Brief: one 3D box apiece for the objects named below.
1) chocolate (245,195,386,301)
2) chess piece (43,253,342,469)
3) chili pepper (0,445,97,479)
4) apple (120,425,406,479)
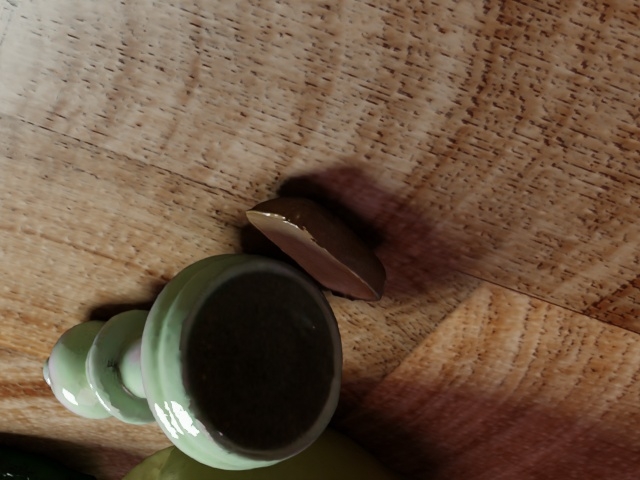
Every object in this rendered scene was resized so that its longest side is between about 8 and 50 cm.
[{"bbox_3d":[0.000,0.000,1.119,0.064,0.031,0.100,6,152,50],"label":"chocolate"},{"bbox_3d":[-0.116,0.086,1.242,0.139,0.139,0.271,33,156,-32],"label":"chess piece"},{"bbox_3d":[-0.316,0.259,1.564,0.261,0.165,0.174,1,167,13],"label":"chili pepper"},{"bbox_3d":[-0.049,0.274,1.396,0.292,0.254,0.292,7,154,4],"label":"apple"}]
